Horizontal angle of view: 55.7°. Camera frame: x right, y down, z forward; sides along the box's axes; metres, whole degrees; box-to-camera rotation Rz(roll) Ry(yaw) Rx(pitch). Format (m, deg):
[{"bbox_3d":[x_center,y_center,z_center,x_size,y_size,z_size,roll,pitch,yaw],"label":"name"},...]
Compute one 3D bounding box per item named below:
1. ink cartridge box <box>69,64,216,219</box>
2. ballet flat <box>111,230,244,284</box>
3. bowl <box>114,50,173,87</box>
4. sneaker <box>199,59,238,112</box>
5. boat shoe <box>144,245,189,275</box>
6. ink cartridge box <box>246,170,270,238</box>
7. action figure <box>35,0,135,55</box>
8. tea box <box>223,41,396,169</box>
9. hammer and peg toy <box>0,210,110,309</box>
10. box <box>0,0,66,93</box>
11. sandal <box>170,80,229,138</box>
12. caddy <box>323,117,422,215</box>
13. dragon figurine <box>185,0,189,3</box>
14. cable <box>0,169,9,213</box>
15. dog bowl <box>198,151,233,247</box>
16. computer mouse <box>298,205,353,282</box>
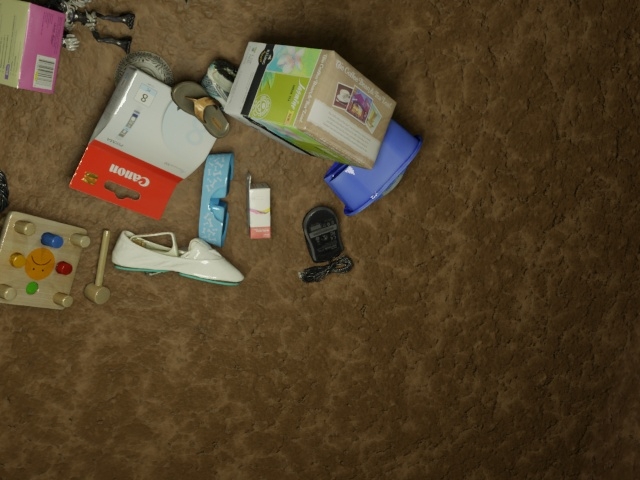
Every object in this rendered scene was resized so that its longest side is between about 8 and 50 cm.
[{"bbox_3d":[-0.495,-0.261,1.756,0.308,0.091,0.384,24,97,-42],"label":"ink cartridge box"},{"bbox_3d":[-0.423,0.044,1.817,0.401,0.139,0.139,9,102,-2],"label":"ballet flat"},{"bbox_3d":[-0.513,-0.465,1.762,0.170,0.080,0.170,-4,105,-13],"label":"bowl"},{"bbox_3d":[-0.238,-0.429,1.841,0.283,0.110,0.122,31,130,-31],"label":"sneaker"},{"bbox_3d":[-0.452,0.065,1.923,0.220,0.078,0.070,-11,106,-2],"label":"boat shoe"},{"bbox_3d":[-0.196,-0.115,1.911,0.067,0.115,0.198,-3,106,-12],"label":"ink cartridge box"},{"bbox_3d":[-0.657,-0.606,1.661,0.276,0.141,0.164,10,111,-18],"label":"action figure"},{"bbox_3d":[-0.024,-0.374,1.700,0.329,0.324,0.219,21,88,-51],"label":"tea box"},{"bbox_3d":[-0.781,0.066,1.778,0.361,0.127,0.265,20,83,-58],"label":"hammer and peg toy"},{"bbox_3d":[-0.814,-0.520,1.593,0.243,0.117,0.213,18,102,21],"label":"box"},{"bbox_3d":[-0.330,-0.368,1.725,0.090,0.060,0.219,-48,131,-9],"label":"sandal"},{"bbox_3d":[0.172,-0.228,1.907,0.179,0.241,0.341,43,92,-13],"label":"caddy"},{"bbox_3d":[-0.483,-0.765,1.685,0.144,0.085,0.289,-29,105,-2],"label":"dragon figurine"},{"bbox_3d":[-0.983,-0.154,1.749,0.151,0.047,0.184,-1,104,-13],"label":"cable"},{"bbox_3d":[-0.321,-0.127,1.861,0.074,0.166,0.297,7,103,-4],"label":"dog bowl"},{"bbox_3d":[0.000,0.000,2.019,0.189,0.072,0.272,-15,120,-11],"label":"computer mouse"}]
